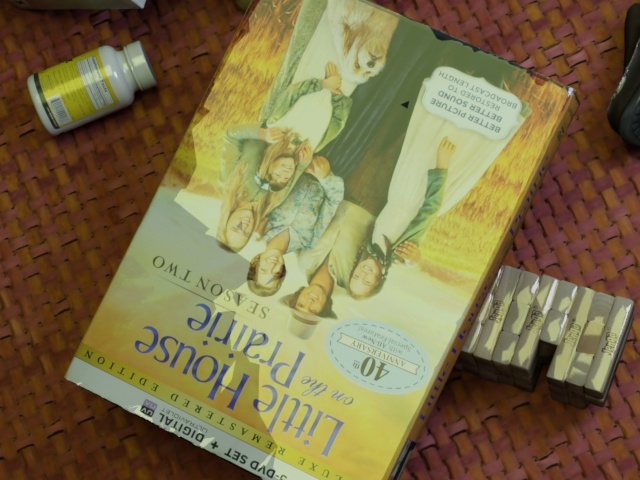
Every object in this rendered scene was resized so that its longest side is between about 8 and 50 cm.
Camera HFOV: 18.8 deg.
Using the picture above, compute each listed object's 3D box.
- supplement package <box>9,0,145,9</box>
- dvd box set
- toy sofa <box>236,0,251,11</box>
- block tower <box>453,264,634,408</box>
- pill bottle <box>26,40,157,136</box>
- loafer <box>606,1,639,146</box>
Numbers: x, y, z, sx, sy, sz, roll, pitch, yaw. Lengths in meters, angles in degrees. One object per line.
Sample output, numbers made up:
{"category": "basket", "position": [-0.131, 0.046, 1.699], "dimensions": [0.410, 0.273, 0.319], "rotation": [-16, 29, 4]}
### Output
{"category": "supplement package", "position": [-0.251, -0.382, 1.856], "dimensions": [0.198, 0.199, 0.262], "rotation": [6, 71, 44]}
{"category": "dvd box set", "position": [0.000, 0.000, 1.698], "dimensions": [0.307, 0.062, 0.420], "rotation": [26, 86, 15]}
{"category": "toy sofa", "position": [0.006, -0.399, 1.881], "dimensions": [0.177, 0.150, 0.362], "rotation": [27, 76, -20]}
{"category": "block tower", "position": [0.108, 0.059, 1.750], "dimensions": [0.335, 0.091, 0.097], "rotation": [18, 75, 15]}
{"category": "pill bottle", "position": [-0.221, -0.151, 1.884], "dimensions": [0.116, 0.065, 0.065], "rotation": [-21, 70, 1]}
{"category": "loafer", "position": [0.319, -0.182, 1.809], "dimensions": [0.078, 0.080, 0.220], "rotation": [15, 64, 37]}
